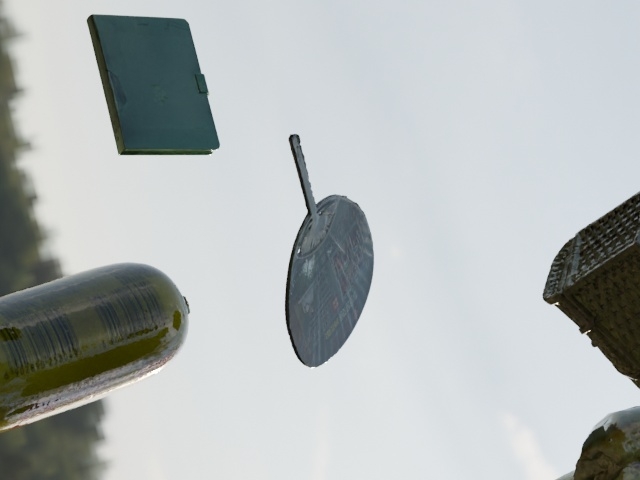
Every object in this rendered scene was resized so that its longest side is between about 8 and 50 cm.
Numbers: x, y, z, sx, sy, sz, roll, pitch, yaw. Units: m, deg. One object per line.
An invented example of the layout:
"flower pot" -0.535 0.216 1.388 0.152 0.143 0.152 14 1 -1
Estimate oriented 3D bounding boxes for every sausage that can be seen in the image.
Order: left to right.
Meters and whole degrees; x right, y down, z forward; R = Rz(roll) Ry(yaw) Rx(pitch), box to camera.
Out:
"sausage" -0.251 0.100 1.820 0.123 0.347 0.123 13 -70 40

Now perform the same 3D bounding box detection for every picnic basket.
"picnic basket" 0.362 0.072 2.136 0.196 0.154 0.134 44 32 -15

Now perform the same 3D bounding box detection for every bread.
"bread" 0.220 0.154 1.268 0.110 0.156 0.103 36 -41 -2

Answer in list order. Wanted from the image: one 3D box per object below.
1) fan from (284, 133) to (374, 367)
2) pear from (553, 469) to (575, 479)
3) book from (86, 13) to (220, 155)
"fan" 0.016 0.005 2.375 0.012 0.223 0.294 7 -79 29
"pear" 0.325 0.329 1.876 0.287 0.375 0.287 36 -2 1
"book" -0.146 -0.137 1.710 0.017 0.103 0.135 -41 -121 50
